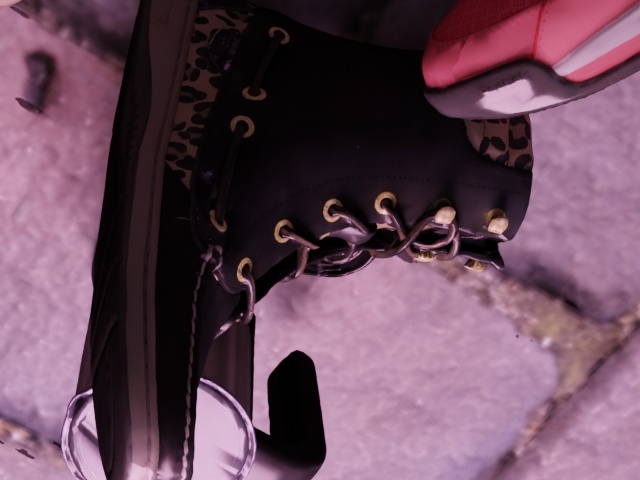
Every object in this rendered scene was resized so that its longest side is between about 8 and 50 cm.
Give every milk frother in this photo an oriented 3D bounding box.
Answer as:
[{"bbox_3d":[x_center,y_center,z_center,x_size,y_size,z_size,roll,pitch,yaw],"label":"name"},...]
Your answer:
[{"bbox_3d":[-0.040,0.034,0.698,0.129,0.134,0.143,15,121,-12],"label":"milk frother"}]

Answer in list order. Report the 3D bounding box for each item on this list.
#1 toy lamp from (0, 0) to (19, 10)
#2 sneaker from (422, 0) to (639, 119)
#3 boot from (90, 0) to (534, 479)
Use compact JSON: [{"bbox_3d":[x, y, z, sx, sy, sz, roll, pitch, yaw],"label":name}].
[{"bbox_3d":[-0.118,-0.124,0.629,0.275,0.080,0.080,-34,117,18],"label":"toy lamp"},{"bbox_3d":[0.140,-0.181,0.595,0.314,0.116,0.136,-42,102,12],"label":"sneaker"},{"bbox_3d":[0.000,-0.002,0.631,0.179,0.236,0.085,9,148,-13],"label":"boot"}]
